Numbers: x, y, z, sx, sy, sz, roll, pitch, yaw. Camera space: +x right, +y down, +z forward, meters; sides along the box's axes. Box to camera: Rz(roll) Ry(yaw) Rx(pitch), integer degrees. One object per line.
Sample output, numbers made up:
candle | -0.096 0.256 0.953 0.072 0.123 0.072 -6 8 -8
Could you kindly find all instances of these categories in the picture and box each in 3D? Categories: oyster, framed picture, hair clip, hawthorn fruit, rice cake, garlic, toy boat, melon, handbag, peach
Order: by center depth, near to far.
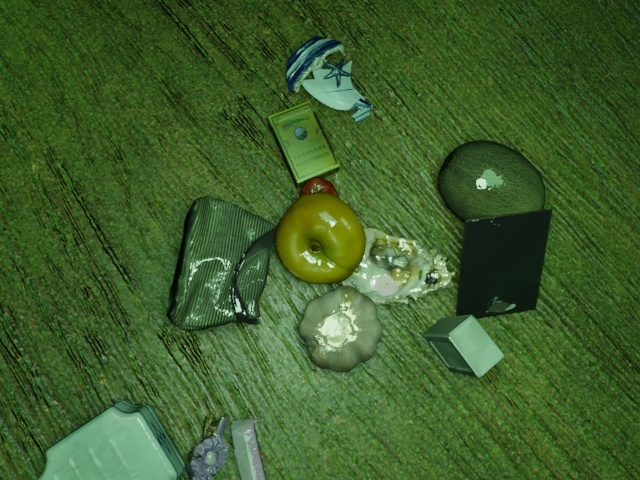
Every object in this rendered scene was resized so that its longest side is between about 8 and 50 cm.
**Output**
hair clip | -0.300 0.587 1.314 0.106 0.084 0.293 22 77 -45
rice cake | -0.162 0.644 1.326 0.072 0.056 0.366 -15 81 -6
handbag | -0.256 0.073 1.339 0.239 0.247 0.341 13 76 -14
peach | 0.000 0.000 1.358 0.250 0.153 0.252 6 119 11
garlic | 0.056 0.235 1.373 0.227 0.152 0.228 0 87 -1
framed picture | 0.499 0.074 1.415 0.243 0.013 0.324 -7 119 -6
oyster | 0.194 0.087 1.436 0.354 0.107 0.201 17 79 22
melon | 0.480 -0.145 1.442 0.301 0.237 0.238 29 78 -5
hawthorn fruit | -0.004 -0.117 1.448 0.127 0.128 0.128 1 79 -5
toy boat | 0.042 -0.497 1.554 0.291 0.070 0.210 23 83 -5

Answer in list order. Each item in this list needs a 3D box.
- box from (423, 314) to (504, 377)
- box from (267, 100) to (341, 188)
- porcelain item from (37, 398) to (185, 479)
box | 0.366 0.275 1.357 0.086 0.225 0.130 -36 84 -10
box | -0.049 -0.280 1.504 0.140 0.064 0.220 -22 81 -8
porcelain item | -0.499 0.559 1.257 0.281 0.157 0.286 -35 85 -8
